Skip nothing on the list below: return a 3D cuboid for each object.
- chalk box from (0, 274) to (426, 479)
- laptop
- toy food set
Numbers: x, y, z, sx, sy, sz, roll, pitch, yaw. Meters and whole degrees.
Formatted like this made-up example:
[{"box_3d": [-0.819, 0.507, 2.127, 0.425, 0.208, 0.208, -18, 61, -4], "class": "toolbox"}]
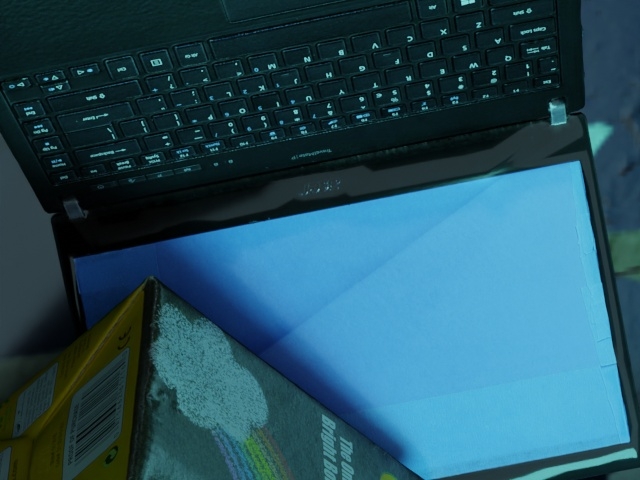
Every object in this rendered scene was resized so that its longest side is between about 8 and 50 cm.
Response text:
[{"box_3d": [-0.035, 0.145, 0.745, 0.132, 0.132, 0.213, -39, 117, 23], "class": "chalk box"}, {"box_3d": [0.000, 0.000, 0.735, 0.234, 0.264, 0.136, -11, 61, 3], "class": "laptop"}, {"box_3d": [0.041, 0.017, 0.823, 0.082, 0.020, 0.083, -11, 98, -5], "class": "toy food set"}]
